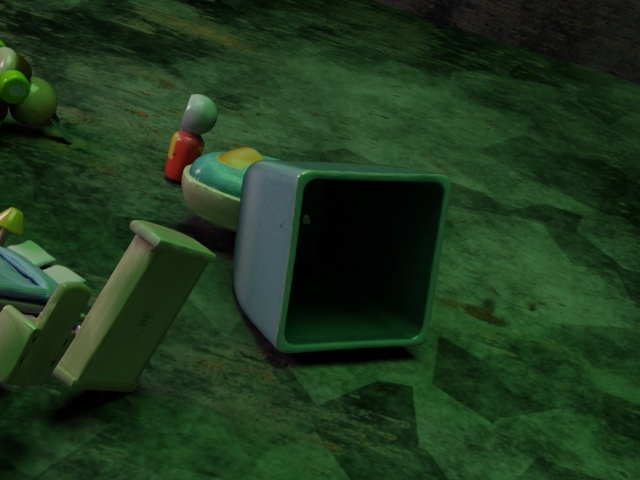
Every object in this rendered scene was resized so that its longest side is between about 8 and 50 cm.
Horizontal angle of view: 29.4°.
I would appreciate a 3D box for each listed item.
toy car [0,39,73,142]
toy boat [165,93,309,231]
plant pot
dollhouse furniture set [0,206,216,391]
[{"bbox_3d":[-0.505,-0.226,2.056,0.188,0.149,0.155,33,12,-43],"label":"toy car"},{"bbox_3d":[-0.139,-0.119,1.957,0.267,0.148,0.318,4,22,-47],"label":"toy boat"},{"bbox_3d":[0.000,0.000,1.736,0.247,0.247,0.252,0,14,-31],"label":"plant pot"},{"bbox_3d":[-0.334,0.009,1.424,0.303,0.198,0.286,33,5,24],"label":"dollhouse furniture set"}]
